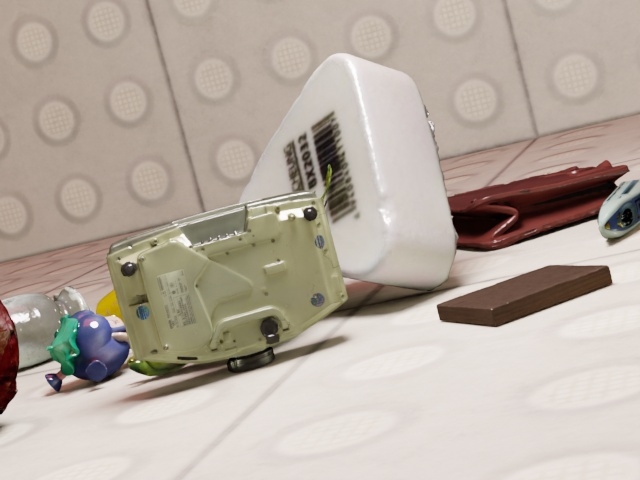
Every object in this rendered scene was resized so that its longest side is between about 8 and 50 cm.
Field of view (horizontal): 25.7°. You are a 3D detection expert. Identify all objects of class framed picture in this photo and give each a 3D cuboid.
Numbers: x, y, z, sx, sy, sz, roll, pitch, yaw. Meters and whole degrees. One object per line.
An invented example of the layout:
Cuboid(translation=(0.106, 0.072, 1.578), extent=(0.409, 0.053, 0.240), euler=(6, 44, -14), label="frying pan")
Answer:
Cuboid(translation=(0.239, 0.063, 1.654), extent=(0.168, 0.023, 0.128), euler=(-18, 7, -24), label="framed picture")

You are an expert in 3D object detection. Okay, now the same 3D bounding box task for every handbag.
Cuboid(translation=(0.327, -0.057, 2.238), extent=(0.275, 0.084, 0.260), euler=(-16, 4, -15), label="handbag")

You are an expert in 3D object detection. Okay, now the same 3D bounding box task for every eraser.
Cuboid(translation=(0.054, -0.051, 1.919), extent=(0.331, 0.331, 0.150), euler=(-8, -13, 43), label="eraser")

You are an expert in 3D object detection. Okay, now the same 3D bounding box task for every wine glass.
Cuboid(translation=(-0.458, 0.140, 2.146), extent=(0.204, 0.111, 0.111), euler=(-17, 7, -31), label="wine glass")

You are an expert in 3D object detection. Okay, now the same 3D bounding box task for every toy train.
Cuboid(translation=(0.432, -0.041, 1.982), extent=(0.048, 0.055, 0.252), euler=(-2, 11, 21), label="toy train")

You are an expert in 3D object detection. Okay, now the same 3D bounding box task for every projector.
Cuboid(translation=(-0.108, 0.060, 1.696), extent=(0.269, 0.193, 0.088), euler=(-16, 6, -7), label="projector")

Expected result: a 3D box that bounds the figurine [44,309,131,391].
Cuboid(translation=(-0.280, 0.132, 1.896), extent=(0.195, 0.102, 0.111), euler=(-17, -6, -41), label="figurine")

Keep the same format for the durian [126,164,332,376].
Cuboid(translation=(-0.094, 0.049, 1.803), extent=(0.375, 0.132, 0.106), euler=(-43, 21, -13), label="durian")

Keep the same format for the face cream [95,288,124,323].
Cuboid(translation=(-0.227, 0.059, 2.087), extent=(0.273, 0.078, 0.078), euler=(-35, -6, 36), label="face cream")

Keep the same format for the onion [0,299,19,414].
Cuboid(translation=(-0.496, 0.161, 1.688), extent=(0.281, 0.221, 0.281), euler=(-42, 2, 2), label="onion")
